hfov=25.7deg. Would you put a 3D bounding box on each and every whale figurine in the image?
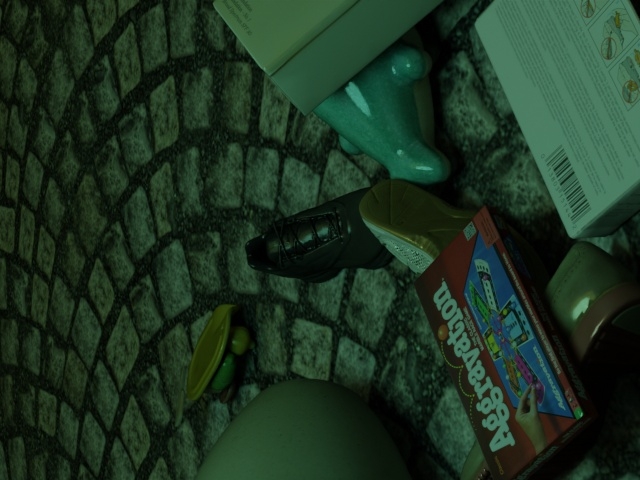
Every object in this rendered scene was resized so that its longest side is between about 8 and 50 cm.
[{"bbox_3d":[0.065,-0.170,1.784,0.216,0.141,0.272,-47,59,52],"label":"whale figurine"}]

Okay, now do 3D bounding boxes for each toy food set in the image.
[{"bbox_3d":[-0.159,0.197,2.230,0.128,0.071,0.218,-92,26,-46],"label":"toy food set"}]

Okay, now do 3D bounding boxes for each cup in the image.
[{"bbox_3d":[-0.020,0.324,1.840,0.237,0.331,0.331,-87,22,-45],"label":"cup"}]

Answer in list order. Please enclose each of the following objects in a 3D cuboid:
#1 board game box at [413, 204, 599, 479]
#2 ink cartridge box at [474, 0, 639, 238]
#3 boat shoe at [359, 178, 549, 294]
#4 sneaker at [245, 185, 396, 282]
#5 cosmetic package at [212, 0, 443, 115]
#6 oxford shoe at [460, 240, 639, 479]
[{"bbox_3d":[0.193,0.114,1.524,0.145,0.027,0.281,-51,44,35],"label":"board game box"},{"bbox_3d":[0.304,-0.192,1.490,0.261,0.066,0.296,-48,54,47],"label":"ink cartridge box"},{"bbox_3d":[0.168,0.019,1.698,0.277,0.098,0.096,34,160,37],"label":"boat shoe"},{"bbox_3d":[0.000,0.000,1.909,0.286,0.130,0.109,-31,65,52],"label":"sneaker"},{"bbox_3d":[0.042,-0.316,1.691,0.309,0.113,0.160,-41,50,5],"label":"cosmetic package"},{"bbox_3d":[0.249,0.157,1.564,0.348,0.123,0.130,-58,42,26],"label":"oxford shoe"}]
